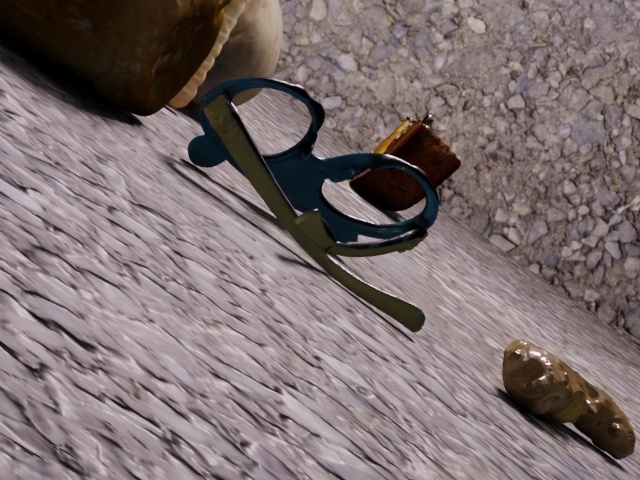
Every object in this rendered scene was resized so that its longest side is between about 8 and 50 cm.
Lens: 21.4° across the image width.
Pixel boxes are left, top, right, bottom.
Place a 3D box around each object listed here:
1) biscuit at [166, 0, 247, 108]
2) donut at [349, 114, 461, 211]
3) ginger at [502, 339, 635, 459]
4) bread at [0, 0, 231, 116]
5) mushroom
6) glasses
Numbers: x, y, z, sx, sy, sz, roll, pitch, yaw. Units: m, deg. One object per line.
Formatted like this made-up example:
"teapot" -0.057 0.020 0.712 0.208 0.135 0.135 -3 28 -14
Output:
"biscuit" -0.191 -0.249 1.585 0.250 0.160 0.030 32 -9 -24
"donut" 0.116 -0.101 2.296 0.085 0.141 0.217 45 5 -7
"ginger" 0.196 0.123 1.356 0.173 0.051 0.069 28 13 -44
"bread" -0.191 -0.231 1.321 0.246 0.176 0.195 35 2 5
"mushroom" -0.131 -0.252 1.769 0.255 0.184 0.255 -25 90 -89
"glasses" 0.022 -0.030 1.305 0.239 0.102 0.207 32 7 -36
